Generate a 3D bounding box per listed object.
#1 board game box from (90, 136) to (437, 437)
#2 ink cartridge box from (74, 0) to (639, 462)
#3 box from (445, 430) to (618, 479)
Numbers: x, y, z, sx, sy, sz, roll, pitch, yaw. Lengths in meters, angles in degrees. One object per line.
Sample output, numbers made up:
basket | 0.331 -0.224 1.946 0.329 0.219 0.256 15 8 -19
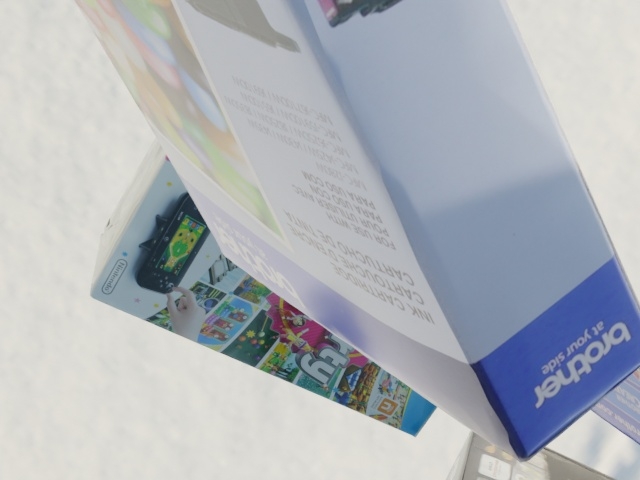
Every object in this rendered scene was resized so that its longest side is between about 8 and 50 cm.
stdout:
board game box | 0.000 0.000 1.512 0.303 0.097 0.224 24 121 -14
ink cartridge box | -0.012 -0.059 0.530 0.065 0.186 0.311 -40 124 -12
box | 0.224 0.324 1.443 0.395 0.318 0.097 -63 176 -64
